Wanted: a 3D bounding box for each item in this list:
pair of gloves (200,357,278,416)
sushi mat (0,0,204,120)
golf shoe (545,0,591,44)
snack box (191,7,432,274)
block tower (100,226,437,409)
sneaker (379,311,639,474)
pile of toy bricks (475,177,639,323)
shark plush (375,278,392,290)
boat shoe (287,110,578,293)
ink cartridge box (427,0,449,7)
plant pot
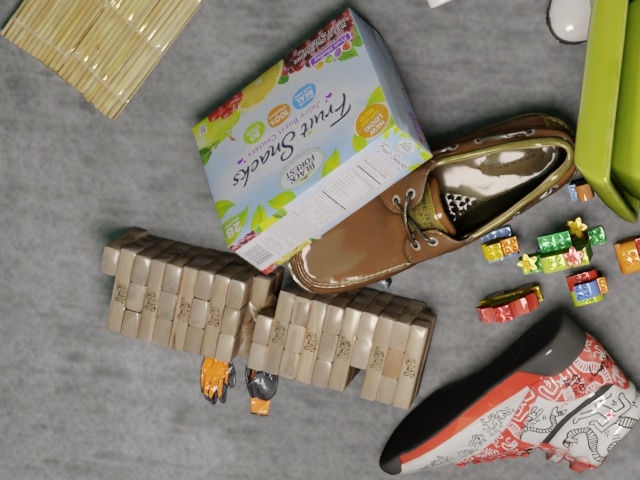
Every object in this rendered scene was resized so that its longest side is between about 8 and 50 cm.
[{"bbox_3d":[-0.085,0.143,1.977,0.083,0.010,0.074,12,105,10],"label":"pair of gloves"},{"bbox_3d":[-0.177,-0.283,1.896,0.151,0.019,0.316,40,108,3],"label":"sushi mat"},{"bbox_3d":[0.284,-0.254,1.753,0.198,0.094,0.077,-42,91,20],"label":"golf shoe"},{"bbox_3d":[-0.012,-0.096,1.822,0.207,0.174,0.070,-36,136,20],"label":"snack box"},{"bbox_3d":[-0.055,0.078,1.912,0.335,0.091,0.097,16,105,10],"label":"block tower"},{"bbox_3d":[0.193,0.194,1.878,0.145,0.090,0.270,43,120,-15],"label":"sneaker"},{"bbox_3d":[0.240,0.011,1.817,0.212,0.105,0.118,-16,98,17],"label":"pile of toy bricks"},{"bbox_3d":[0.000,0.000,1.918,0.161,0.073,0.067,21,128,-13],"label":"shark plush"},{"bbox_3d":[0.102,-0.038,1.809,0.307,0.104,0.110,-29,98,6],"label":"boat shoe"},{"bbox_3d":[0.129,-0.309,1.792,0.109,0.063,0.150,-23,96,17],"label":"ink cartridge box"},{"bbox_3d":[0.344,-0.121,1.679,0.207,0.227,0.228,6,82,18],"label":"plant pot"}]
